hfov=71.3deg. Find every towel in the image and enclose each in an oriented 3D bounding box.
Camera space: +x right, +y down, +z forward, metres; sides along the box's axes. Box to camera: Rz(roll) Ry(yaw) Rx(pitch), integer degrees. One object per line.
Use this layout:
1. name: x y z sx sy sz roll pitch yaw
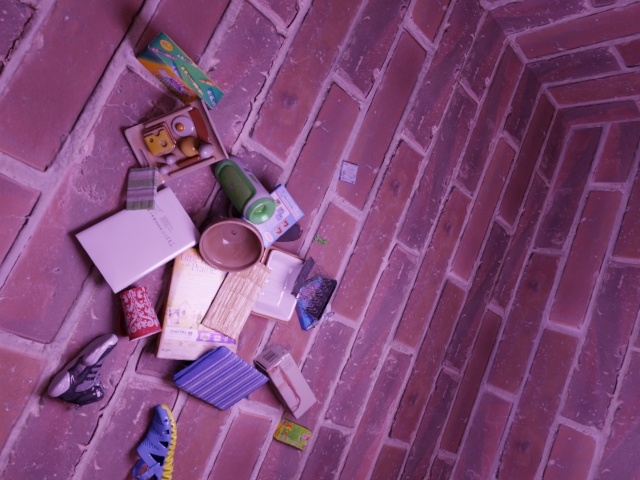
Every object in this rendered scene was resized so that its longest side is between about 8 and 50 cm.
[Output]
1. towel: -0.387 0.547 1.765 0.243 0.040 0.336 -34 134 2
2. towel: -0.621 -0.179 1.557 0.023 0.113 0.152 43 46 -74

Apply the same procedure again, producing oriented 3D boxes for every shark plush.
1. shark plush: -0.009 0.350 2.062 0.161 0.073 0.067 -43 100 -1

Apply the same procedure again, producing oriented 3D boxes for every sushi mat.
1. sushi mat: -0.322 0.217 1.743 0.151 0.019 0.317 31 72 -16

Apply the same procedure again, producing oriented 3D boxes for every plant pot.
1. plant pot: -0.331 -0.002 1.683 0.237 0.110 0.238 -3 126 -4

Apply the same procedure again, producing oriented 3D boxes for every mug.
1. mug: -0.658 0.262 1.576 0.150 0.113 0.170 -18 84 -10

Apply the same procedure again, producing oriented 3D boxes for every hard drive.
1. hard drive: -0.630 -0.008 1.580 0.353 0.047 0.233 -35 97 -27

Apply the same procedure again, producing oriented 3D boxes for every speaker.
1. speaker: -0.289 -0.196 1.682 0.131 0.297 0.131 -28 149 -19

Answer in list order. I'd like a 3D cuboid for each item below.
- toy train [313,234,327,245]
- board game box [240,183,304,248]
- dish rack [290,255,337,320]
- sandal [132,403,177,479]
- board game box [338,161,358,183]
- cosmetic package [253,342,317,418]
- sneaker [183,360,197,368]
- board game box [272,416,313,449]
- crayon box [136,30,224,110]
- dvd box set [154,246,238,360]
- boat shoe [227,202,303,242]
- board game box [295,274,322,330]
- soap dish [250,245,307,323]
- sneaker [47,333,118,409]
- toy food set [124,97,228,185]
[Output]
1. toy train: 0.000 0.000 2.086 0.083 0.017 0.024 29 69 -34
2. board game box: -0.188 -0.097 1.768 0.211 0.039 0.160 -43 115 -18
3. dish rack: -0.029 0.204 1.936 0.209 0.074 0.272 -63 150 -23
4. sandal: -0.623 0.778 1.679 0.138 0.126 0.318 5 92 -32
5. board game box: 0.134 -0.323 2.137 0.090 0.020 0.090 12 90 -36
6. cosmetic package: -0.155 0.618 1.973 0.129 0.153 0.296 -37 114 -24
7. sneaker: -0.452 0.450 1.787 0.209 0.069 0.082 -42 118 -24
8. board game box: -0.128 0.907 2.093 0.181 0.043 0.092 39 73 -33
9. crayon box: -0.492 -0.578 1.569 0.278 0.165 0.081 42 72 -31
10. dvd box set: -0.447 0.248 1.726 0.307 0.062 0.422 12 82 -31
11. boat shoe: -0.212 -0.070 1.855 0.355 0.130 0.133 19 85 -36
12. board game box: -0.041 0.290 2.074 0.160 0.047 0.211 -25 110 -31
13. soap dish: -0.195 0.187 1.908 0.228 0.118 0.291 24 82 -35
14. sneaker: -0.779 0.455 1.540 0.268 0.101 0.153 -45 120 -16
15. toy food set: -0.500 -0.338 1.562 0.305 0.092 0.220 -20 111 7
